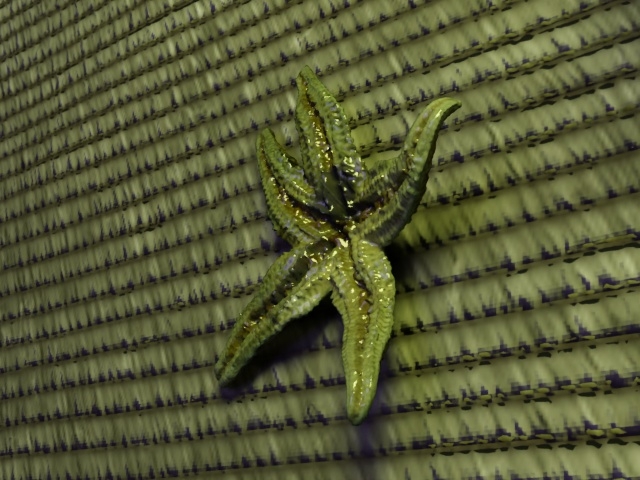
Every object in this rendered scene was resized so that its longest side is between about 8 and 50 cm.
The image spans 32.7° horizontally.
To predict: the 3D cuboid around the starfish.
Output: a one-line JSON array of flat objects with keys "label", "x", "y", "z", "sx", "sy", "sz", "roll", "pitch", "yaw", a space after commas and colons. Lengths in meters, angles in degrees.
[{"label": "starfish", "x": 0.002, "y": 0.001, "z": 0.541, "sx": 0.217, "sy": 0.050, "sz": 0.223, "roll": -46, "pitch": 34, "yaw": 29}]
